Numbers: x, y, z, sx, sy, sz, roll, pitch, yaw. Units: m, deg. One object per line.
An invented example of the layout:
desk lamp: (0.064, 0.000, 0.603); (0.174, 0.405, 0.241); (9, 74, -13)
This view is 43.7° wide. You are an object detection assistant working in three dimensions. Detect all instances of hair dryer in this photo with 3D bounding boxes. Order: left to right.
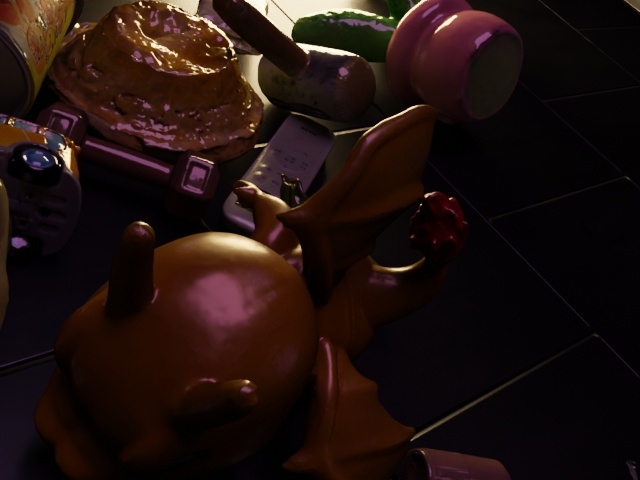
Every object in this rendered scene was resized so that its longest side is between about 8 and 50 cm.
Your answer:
hair dryer: (0.148, 0.307, 0.819); (0.117, 0.064, 0.181); (15, 49, -22)

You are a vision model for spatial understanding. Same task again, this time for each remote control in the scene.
remote control: (-0.056, -0.094, 1.152); (0.090, 0.038, 0.309); (29, 38, 0)

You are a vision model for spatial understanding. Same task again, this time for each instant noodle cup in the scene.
instant noodle cup: (-0.427, -0.265, 0.954); (0.264, 0.264, 0.200); (13, 49, -19)

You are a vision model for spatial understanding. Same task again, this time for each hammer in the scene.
hammer: (-0.060, -0.281, 1.178); (0.202, 0.113, 0.305); (17, -8, 37)

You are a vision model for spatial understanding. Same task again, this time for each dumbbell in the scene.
dumbbell: (-0.243, -0.098, 0.996); (0.231, 0.082, 0.092); (19, 74, -13)

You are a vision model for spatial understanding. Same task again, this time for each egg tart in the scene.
egg tart: (-0.226, -0.241, 1.144); (0.341, 0.129, 0.341); (16, 41, -15)

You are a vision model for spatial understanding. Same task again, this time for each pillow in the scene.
pillow: (-0.156, -0.392, 1.392); (0.134, 0.078, 0.181); (17, 41, -15)

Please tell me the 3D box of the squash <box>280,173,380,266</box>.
squash: (-0.001, 0.002, 1.052); (0.200, 0.075, 0.090); (49, 57, -9)

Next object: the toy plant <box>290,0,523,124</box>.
toy plant: (0.171, -0.353, 1.455); (0.317, 0.210, 0.356); (-15, 43, -39)

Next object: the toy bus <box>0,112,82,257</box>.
toy bus: (-0.365, -0.075, 0.875); (0.209, 0.126, 0.136); (15, 32, -17)

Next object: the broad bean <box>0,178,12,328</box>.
broad bean: (-0.370, 0.033, 0.702); (0.189, 0.121, 0.263); (20, 50, -17)

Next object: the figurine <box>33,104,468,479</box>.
figurine: (-0.047, 0.059, 0.751); (0.268, 0.401, 0.387); (27, 28, 30)

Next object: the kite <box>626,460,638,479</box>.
kite: (0.389, 0.334, 0.971); (0.139, 0.011, 0.156); (25, 38, -8)
